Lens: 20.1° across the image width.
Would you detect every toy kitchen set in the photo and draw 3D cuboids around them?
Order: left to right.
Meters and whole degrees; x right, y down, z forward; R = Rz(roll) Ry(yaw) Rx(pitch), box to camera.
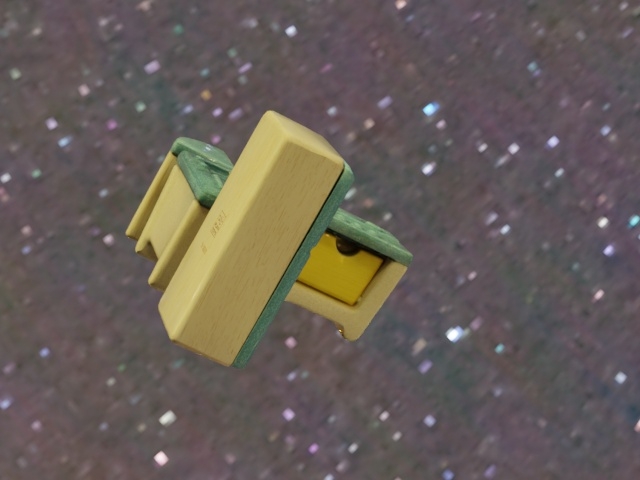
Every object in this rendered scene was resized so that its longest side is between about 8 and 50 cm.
[{"bbox_3d":[0.000,0.000,1.009,0.166,0.207,0.122,26,-79,-20],"label":"toy kitchen set"}]
